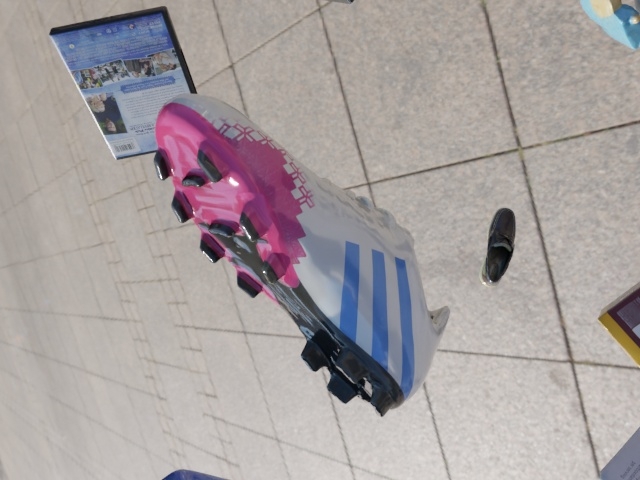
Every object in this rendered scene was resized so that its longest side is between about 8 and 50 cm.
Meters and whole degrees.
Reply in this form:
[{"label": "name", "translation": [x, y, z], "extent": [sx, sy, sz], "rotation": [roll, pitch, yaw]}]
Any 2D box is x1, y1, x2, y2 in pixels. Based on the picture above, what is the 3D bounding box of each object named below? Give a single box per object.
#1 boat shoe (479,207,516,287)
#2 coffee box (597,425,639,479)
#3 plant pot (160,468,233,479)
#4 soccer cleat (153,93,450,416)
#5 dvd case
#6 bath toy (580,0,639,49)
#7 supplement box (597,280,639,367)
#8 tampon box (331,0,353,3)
[{"label": "boat shoe", "translation": [0.330, 0.011, 1.104], "extent": [0.049, 0.056, 0.152], "rotation": [116, 167, -82]}, {"label": "coffee box", "translation": [0.293, 0.228, 0.355], "extent": [0.246, 0.098, 0.141], "rotation": [28, 135, 43]}, {"label": "plant pot", "translation": [-0.126, 0.399, 0.605], "extent": [0.236, 0.212, 0.236], "rotation": [45, -168, -50]}, {"label": "soccer cleat", "translation": [0.000, 0.000, 0.508], "extent": [0.116, 0.143, 0.331], "rotation": [3, 135, 50]}, {"label": "dvd case", "translation": [-0.297, -0.246, 0.992], "extent": [0.253, 0.180, 0.022], "rotation": [77, -178, -48]}, {"label": "bath toy", "translation": [0.643, -0.502, 1.070], "extent": [0.151, 0.348, 0.129], "rotation": [47, -171, -44]}, {"label": "supplement box", "translation": [0.599, 0.117, 1.033], "extent": [0.194, 0.191, 0.129], "rotation": [-44, 71, 20]}, {"label": "tampon box", "translation": [0.023, -0.500, 1.063], "extent": [0.101, 0.120, 0.161], "rotation": [38, -178, -36]}]
